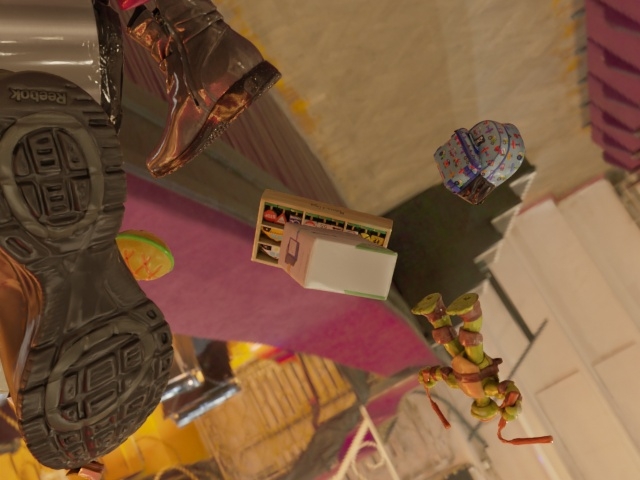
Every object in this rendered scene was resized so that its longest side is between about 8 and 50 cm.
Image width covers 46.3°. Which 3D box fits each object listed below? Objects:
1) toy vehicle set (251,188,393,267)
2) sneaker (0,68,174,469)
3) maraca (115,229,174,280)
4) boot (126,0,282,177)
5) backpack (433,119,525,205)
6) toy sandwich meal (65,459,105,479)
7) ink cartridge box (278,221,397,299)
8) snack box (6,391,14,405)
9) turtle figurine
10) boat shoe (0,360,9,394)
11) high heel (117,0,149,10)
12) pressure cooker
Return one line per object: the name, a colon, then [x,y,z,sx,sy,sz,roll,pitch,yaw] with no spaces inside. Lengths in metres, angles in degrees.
toy vehicle set: [0.000,0.000,1.530,0.035,0.267,0.166,-73,175,-52]
sneaker: [-0.177,0.021,0.496,0.109,0.130,0.286,-18,121,-34]
maraca: [-0.395,0.024,1.557,0.186,0.099,0.127,17,139,-7]
boot: [-0.230,-0.261,1.208,0.338,0.223,0.118,-34,-167,38]
backpack: [0.353,-0.187,1.641,0.117,0.158,0.173,22,133,-33]
toy sandwich meal: [-0.478,0.460,1.507,0.085,0.029,0.085,0,139,0]
ink cartridge box: [0.024,0.033,1.358,0.154,0.093,0.212,10,-172,-18]
snack box: [-0.310,0.193,0.972,0.178,0.022,0.064,-19,125,8]
turtle figurine: [0.227,0.184,1.090,0.087,0.217,0.269,-27,-166,-23]
boat shoe: [-0.708,0.242,1.496,0.079,0.095,0.254,-2,155,30]
high heel: [-0.235,-0.396,0.918,0.117,0.244,0.082,-35,158,20]
pressure cooker: [-0.511,-0.237,0.967,0.420,0.375,0.370,-10,174,-36]
